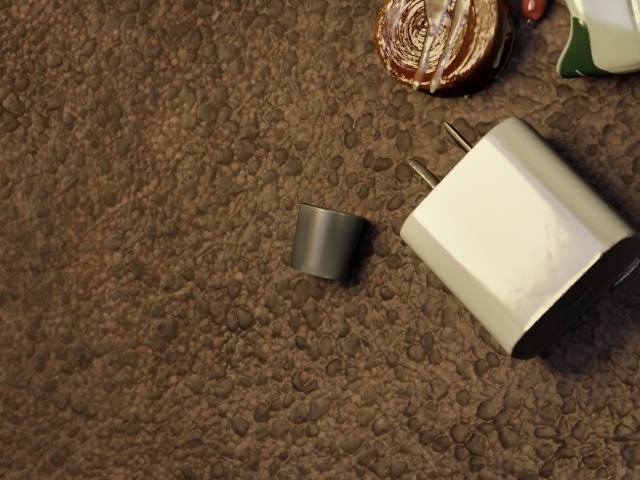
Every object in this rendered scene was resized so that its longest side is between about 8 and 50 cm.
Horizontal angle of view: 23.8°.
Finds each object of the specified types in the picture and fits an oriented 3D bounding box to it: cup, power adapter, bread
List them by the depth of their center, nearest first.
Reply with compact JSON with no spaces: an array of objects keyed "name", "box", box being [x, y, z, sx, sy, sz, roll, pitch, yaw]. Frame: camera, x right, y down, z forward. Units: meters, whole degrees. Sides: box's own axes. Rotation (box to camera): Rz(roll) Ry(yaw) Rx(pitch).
[{"name":"power adapter","box":[0.198,-0.023,1.642,0.187,0.124,0.255,-46,69,11]},{"name":"bread","box":[0.143,-0.241,1.724,0.160,0.073,0.160,-4,81,27]},{"name":"cup","box":[0.000,0.000,1.762,0.100,0.078,0.077,19,97,59]}]

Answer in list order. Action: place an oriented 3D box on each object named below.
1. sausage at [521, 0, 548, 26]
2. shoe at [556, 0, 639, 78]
[{"name":"sausage","box":[0.261,-0.348,1.708,0.029,0.029,0.223,14,89,25]},{"name":"shoe","box":[0.282,-0.347,1.645,0.160,0.132,0.363,-16,84,19]}]
